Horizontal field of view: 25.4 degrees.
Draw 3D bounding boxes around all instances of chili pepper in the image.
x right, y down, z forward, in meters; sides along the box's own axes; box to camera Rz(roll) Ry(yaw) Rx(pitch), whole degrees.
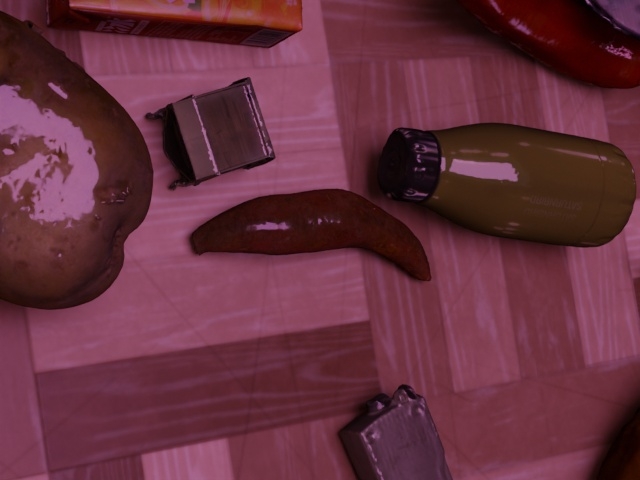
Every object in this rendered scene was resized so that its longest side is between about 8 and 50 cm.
[{"bbox_3d":[0.242,-0.213,1.435,0.368,0.137,0.092,12,112,-34],"label":"chili pepper"}]

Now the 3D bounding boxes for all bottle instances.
[{"bbox_3d":[0.179,-0.059,1.387,0.260,0.112,0.112,7,79,-28],"label":"bottle"}]

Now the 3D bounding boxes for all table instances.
[{"bbox_3d":[-0.099,-0.093,1.265,0.083,0.062,0.079,-20,93,-30],"label":"table"}]

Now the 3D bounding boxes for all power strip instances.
[{"bbox_3d":[0.104,0.276,1.335,0.080,0.048,0.286,-26,96,-27],"label":"power strip"}]

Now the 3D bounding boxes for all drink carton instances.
[{"bbox_3d":[-0.129,-0.233,1.265,0.222,0.071,0.096,0,83,-28],"label":"drink carton"}]

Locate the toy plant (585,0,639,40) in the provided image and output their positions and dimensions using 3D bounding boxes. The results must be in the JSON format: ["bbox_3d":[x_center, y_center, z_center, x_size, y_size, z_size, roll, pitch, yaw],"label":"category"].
[{"bbox_3d":[0.399,-0.343,1.474,0.247,0.247,0.332,62,28,-8],"label":"toy plant"}]

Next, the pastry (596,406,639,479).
[{"bbox_3d":[0.431,0.295,1.452,0.356,0.164,0.356,6,77,-29],"label":"pastry"}]

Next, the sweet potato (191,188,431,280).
[{"bbox_3d":[0.004,-0.010,1.318,0.255,0.058,0.078,6,96,-31],"label":"sweet potato"}]

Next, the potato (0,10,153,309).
[{"bbox_3d":[-0.264,-0.077,1.130,0.296,0.141,0.192,43,82,-18],"label":"potato"}]
